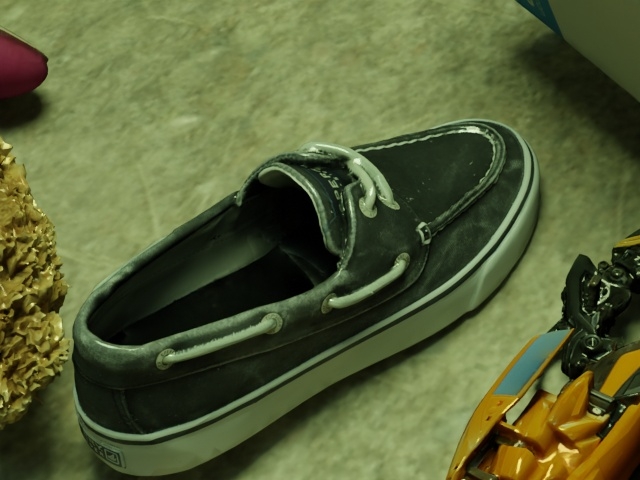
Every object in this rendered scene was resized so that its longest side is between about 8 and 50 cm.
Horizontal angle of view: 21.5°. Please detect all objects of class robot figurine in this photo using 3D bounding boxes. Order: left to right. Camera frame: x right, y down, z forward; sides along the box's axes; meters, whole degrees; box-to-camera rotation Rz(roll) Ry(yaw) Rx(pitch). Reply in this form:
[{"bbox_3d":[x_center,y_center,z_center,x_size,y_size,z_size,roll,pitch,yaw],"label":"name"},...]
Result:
[{"bbox_3d":[0.175,0.089,0.775,0.211,0.085,0.291,25,57,26],"label":"robot figurine"}]

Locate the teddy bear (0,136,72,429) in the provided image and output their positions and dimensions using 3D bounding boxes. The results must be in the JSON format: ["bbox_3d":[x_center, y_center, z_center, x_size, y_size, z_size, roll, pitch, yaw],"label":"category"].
[{"bbox_3d":[-0.284,0.073,0.860,0.338,0.113,0.245,-35,45,-12],"label":"teddy bear"}]

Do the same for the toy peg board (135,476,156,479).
[{"bbox_3d":[-0.098,0.182,0.738,0.161,0.079,0.160,-35,53,-22],"label":"toy peg board"}]

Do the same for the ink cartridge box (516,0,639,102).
[{"bbox_3d":[0.273,-0.169,0.800,0.285,0.166,0.395,-36,50,-6],"label":"ink cartridge box"}]

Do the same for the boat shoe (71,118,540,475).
[{"bbox_3d":[0.000,0.000,0.857,0.301,0.102,0.108,-30,50,-26],"label":"boat shoe"}]

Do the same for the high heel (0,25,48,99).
[{"bbox_3d":[-0.357,-0.072,1.013,0.377,0.127,0.181,7,79,9],"label":"high heel"}]
